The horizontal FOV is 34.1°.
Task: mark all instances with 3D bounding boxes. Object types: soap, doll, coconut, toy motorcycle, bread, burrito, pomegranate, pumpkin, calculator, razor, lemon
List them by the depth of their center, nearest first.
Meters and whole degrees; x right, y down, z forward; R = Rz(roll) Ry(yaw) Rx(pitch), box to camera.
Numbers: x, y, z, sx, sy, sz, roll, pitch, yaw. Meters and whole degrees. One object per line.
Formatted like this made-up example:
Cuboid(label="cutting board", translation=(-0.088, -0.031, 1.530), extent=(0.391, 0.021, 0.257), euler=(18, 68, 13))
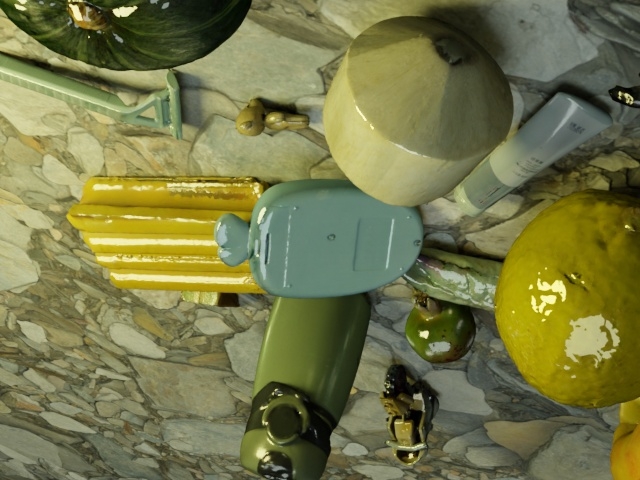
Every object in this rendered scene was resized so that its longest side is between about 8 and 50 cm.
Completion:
Cuboid(label="pumpkin", translation=(-0.215, -0.308, 1.090), extent=(0.300, 0.207, 0.300), euler=(9, 160, 3))
Cuboid(label="coconut", translation=(0.110, -0.154, 1.183), extent=(0.202, 0.202, 0.222), euler=(22, 149, -9))
Cuboid(label="lemon", translation=(0.357, 0.070, 1.351), extent=(0.268, 0.268, 0.322), euler=(13, 125, 5))
Cuboid(label="doll", translation=(-0.064, -0.154, 1.386), extent=(0.093, 0.051, 0.061), euler=(19, 175, 1))
Cuboid(label="razor", translation=(-0.324, -0.202, 1.419), extent=(0.278, 0.056, 0.111), euler=(13, 148, 4))
Cuboid(label="calculator", translation=(0.000, 0.000, 1.487), extent=(0.302, 0.042, 0.188), euler=(-3, 121, -13))
Cuboid(label="burrito", translation=(0.264, 0.072, 1.566), extent=(0.309, 0.066, 0.096), euler=(14, 137, 3))
Cuboid(label="soap", translation=(-0.205, -0.009, 1.616), extent=(0.324, 0.096, 0.204), euler=(2, 144, 20))
Cuboid(label="pomegranate", translation=(0.185, 0.128, 1.647), extent=(0.114, 0.114, 0.142), euler=(-5, 134, 29))
Cuboid(label="bread", translation=(-0.184, 0.070, 1.802), extent=(0.074, 0.084, 0.139), euler=(7, 177, 13))
Cuboid(label="toy motorcycle", translation=(0.160, 0.330, 1.933), extent=(0.094, 0.130, 0.229), euler=(2, 144, 26))

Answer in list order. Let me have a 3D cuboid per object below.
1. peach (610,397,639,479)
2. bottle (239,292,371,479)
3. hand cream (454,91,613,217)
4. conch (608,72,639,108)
Cuboid(label="peach", translation=(0.607, 0.306, 1.575), extent=(0.308, 0.289, 0.289), euler=(14, 147, 5))
Cuboid(label="bottle", translation=(-0.028, 0.227, 1.663), extent=(0.168, 0.347, 0.168), euler=(10, 145, 7))
Cuboid(label="hand cream", translation=(0.260, -0.106, 1.327), extent=(0.079, 0.048, 0.255), euler=(22, 144, -19))
Cuboid(label="conch", translation=(0.451, -0.173, 1.042), extent=(0.313, 0.186, 0.241), euler=(-1, 119, 54))
